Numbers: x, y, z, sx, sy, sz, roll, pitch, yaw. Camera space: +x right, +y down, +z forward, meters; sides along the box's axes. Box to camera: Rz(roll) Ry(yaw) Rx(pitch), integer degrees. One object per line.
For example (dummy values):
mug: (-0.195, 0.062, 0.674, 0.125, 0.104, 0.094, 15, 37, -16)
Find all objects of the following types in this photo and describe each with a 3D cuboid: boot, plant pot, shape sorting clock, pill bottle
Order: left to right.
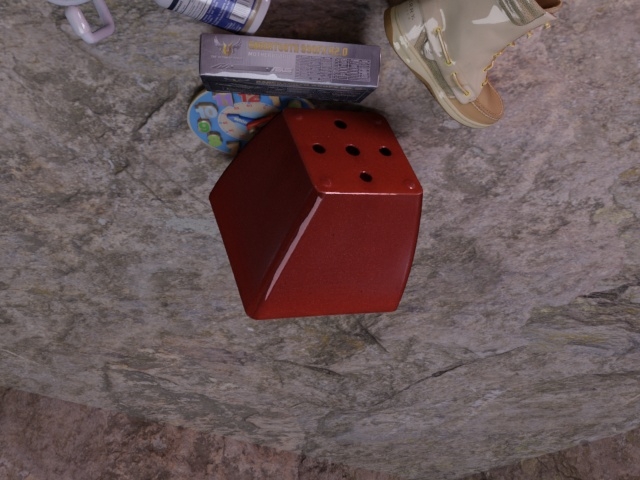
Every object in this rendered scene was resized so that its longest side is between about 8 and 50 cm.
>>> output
pill bottle: (-0.151, -0.322, 1.043, 0.170, 0.094, 0.094, 16, 146, -23)
shape sorting clock: (-0.106, -0.185, 1.328, 0.206, 0.040, 0.206, 1, 149, 0)
plant pot: (0.009, -0.059, 1.315, 0.267, 0.267, 0.235, -1, 139, -27)
boot: (0.236, -0.264, 1.141, 0.204, 0.095, 0.262, -22, 138, 32)

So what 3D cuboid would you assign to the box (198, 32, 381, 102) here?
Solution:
box: (-0.045, -0.231, 1.147, 0.231, 0.056, 0.183, 3, -178, -4)

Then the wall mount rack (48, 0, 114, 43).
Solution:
wall mount rack: (-0.215, -0.391, 0.884, 0.350, 0.130, 0.304, -20, 107, 15)
